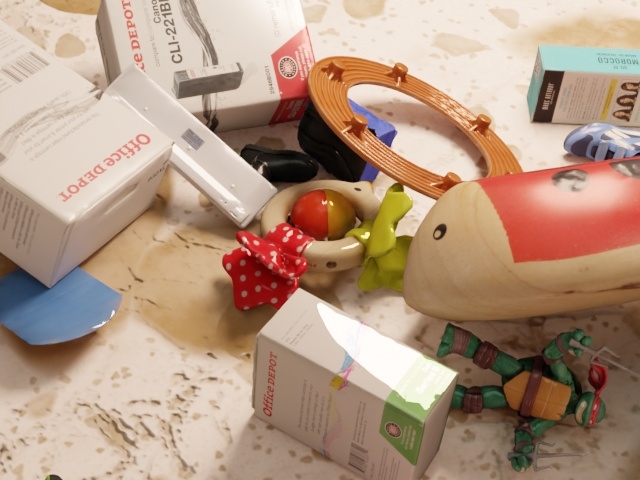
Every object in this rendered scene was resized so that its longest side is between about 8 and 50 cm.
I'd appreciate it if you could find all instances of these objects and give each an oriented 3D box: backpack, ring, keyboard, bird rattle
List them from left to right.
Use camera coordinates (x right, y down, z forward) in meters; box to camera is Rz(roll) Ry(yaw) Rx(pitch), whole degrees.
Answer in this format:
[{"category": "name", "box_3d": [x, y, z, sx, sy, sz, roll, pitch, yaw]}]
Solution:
[{"category": "keyboard", "box_3d": [-0.173, -0.124, 1.788, 0.256, 0.014, 0.072, 42, 68, 0]}, {"category": "bird rattle", "box_3d": [0.000, 0.000, 1.746, 0.254, 0.143, 0.207, -12, 37, 1]}, {"category": "backpack", "box_3d": [0.034, -0.141, 1.867, 0.120, 0.098, 0.101, 32, 24, 19]}, {"category": "ring", "box_3d": [0.136, -0.154, 1.832, 0.337, 0.032, 0.336, 24, 30, -15]}]

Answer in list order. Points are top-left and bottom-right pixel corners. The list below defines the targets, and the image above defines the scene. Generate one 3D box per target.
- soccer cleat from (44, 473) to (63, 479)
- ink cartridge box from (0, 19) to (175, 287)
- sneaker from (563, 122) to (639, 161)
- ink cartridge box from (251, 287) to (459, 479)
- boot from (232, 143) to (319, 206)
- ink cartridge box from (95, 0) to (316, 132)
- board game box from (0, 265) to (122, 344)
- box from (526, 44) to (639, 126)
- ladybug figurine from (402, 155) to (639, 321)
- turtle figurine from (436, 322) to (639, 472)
[{"category": "soccer cleat", "box_3d": [-0.253, 0.325, 1.433, 0.072, 0.060, 0.178, -4, 54, -23]}, {"category": "ink cartridge box", "box_3d": [-0.377, -0.117, 1.723, 0.307, 0.129, 0.223, 35, 43, 10]}, {"category": "sneaker", "box_3d": [0.414, -0.126, 1.921, 0.144, 0.053, 0.059, 5, 49, 0]}, {"category": "ink cartridge box", "box_3d": [0.034, 0.171, 1.533, 0.212, 0.154, 0.093, 26, 50, 18]}, {"category": "boot", "box_3d": [-0.074, -0.080, 1.832, 0.121, 0.045, 0.099, 14, 46, 15]}, {"category": "ink cartridge box", "box_3d": [-0.157, -0.255, 1.889, 0.273, 0.114, 0.196, -11, 79, -14]}, {"category": "board game box", "box_3d": [-0.325, 0.086, 1.656, 0.169, 0.033, 0.133, 28, 44, 36]}, {"category": "box", "box_3d": [0.429, -0.221, 1.978, 0.244, 0.100, 0.060, 3, 46, -4]}, {"category": "ladybug figurine", "box_3d": [0.312, -0.010, 1.639, 0.450, 0.305, 0.161, -9, 93, -13]}, {"category": "turtle figurine", "box_3d": [0.244, 0.179, 1.582, 0.234, 0.118, 0.175, 15, 88, 10]}]
